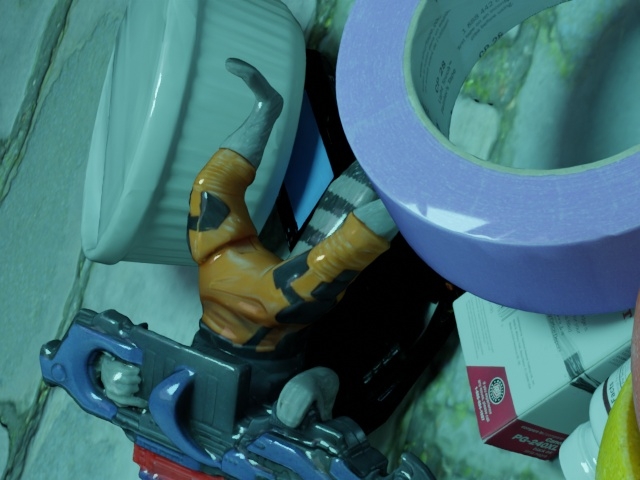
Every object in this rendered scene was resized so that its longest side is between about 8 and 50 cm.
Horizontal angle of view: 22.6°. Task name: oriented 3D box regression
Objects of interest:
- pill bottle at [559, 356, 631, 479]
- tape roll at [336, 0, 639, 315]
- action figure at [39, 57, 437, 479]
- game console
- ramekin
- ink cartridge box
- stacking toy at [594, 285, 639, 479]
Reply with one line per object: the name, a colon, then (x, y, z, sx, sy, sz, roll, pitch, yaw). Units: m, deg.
pill bottle: (0.205, 0.091, 0.883, 0.152, 0.086, 0.086, -48, 39, 30)
tape roll: (0.152, -0.097, 0.941, 0.275, 0.090, 0.275, -11, 57, 17)
action figure: (-0.006, 0.081, 1.111, 0.341, 0.178, 0.330, 28, 104, 27)
game console: (0.000, 0.000, 1.267, 0.213, 0.044, 0.361, -48, 38, 29)
ramekin: (-0.107, -0.101, 1.348, 0.273, 0.127, 0.273, -167, 90, -73)
ink cartridge box: (0.160, 0.051, 0.989, 0.150, 0.063, 0.109, -41, 42, 36)
stacking toy: (0.233, 0.097, 0.710, 0.480, 0.350, 0.351, 119, 150, -43)
